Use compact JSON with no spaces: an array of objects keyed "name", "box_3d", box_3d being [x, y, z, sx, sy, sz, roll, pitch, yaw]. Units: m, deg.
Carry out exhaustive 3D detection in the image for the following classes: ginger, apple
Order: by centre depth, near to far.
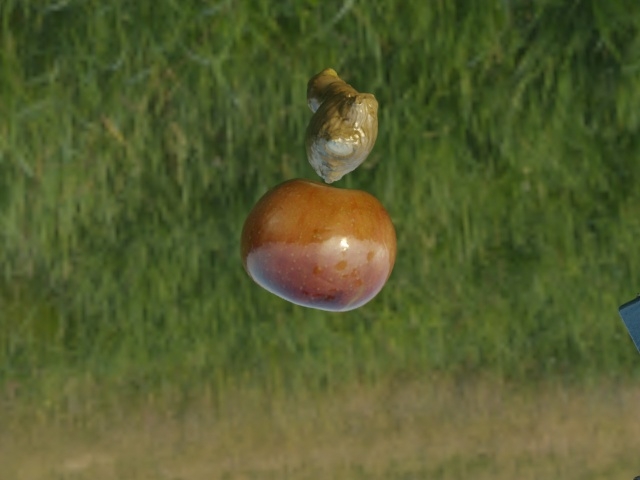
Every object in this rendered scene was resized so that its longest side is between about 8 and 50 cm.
[{"name":"ginger","box_3d":[0.015,-0.111,1.422,0.067,0.096,0.165,12,-164,-15]},{"name":"apple","box_3d":[0.000,0.000,1.818,0.201,0.162,0.201,20,-171,-4]}]

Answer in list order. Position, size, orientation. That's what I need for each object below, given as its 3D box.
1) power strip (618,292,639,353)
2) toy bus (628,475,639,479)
[{"name":"power strip","box_3d":[0.333,0.103,1.356,0.032,0.123,0.056,-19,169,-41]},{"name":"toy bus","box_3d":[0.294,0.272,1.428,0.123,0.060,0.075,-13,164,2]}]
